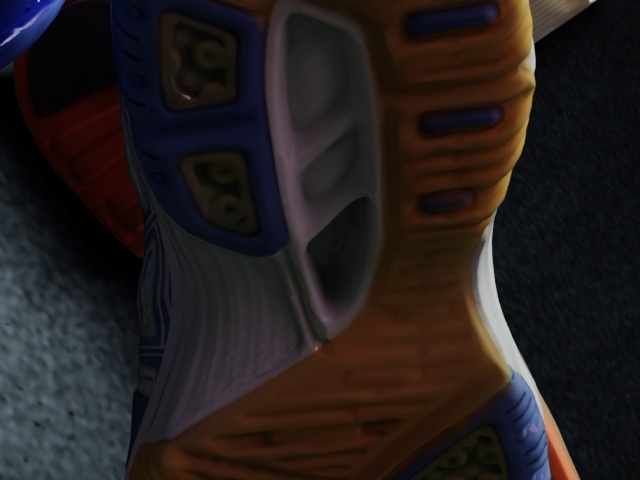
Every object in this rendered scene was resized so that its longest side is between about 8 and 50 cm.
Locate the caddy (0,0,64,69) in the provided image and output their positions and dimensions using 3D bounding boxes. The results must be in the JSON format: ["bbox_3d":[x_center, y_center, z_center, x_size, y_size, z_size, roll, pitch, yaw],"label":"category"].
[{"bbox_3d":[-0.169,-0.175,0.461,0.241,0.179,0.341,9,44,-26],"label":"caddy"}]

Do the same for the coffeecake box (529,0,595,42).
[{"bbox_3d":[0.102,-0.182,0.933,0.142,0.068,0.185,56,32,-2],"label":"coffeecake box"}]

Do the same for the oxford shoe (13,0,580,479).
[{"bbox_3d":[0.013,0.014,0.620,0.271,0.097,0.098,55,26,-3],"label":"oxford shoe"}]

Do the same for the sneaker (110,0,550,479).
[{"bbox_3d":[0.000,0.000,0.478,0.112,0.296,0.131,0,37,-8],"label":"sneaker"}]
